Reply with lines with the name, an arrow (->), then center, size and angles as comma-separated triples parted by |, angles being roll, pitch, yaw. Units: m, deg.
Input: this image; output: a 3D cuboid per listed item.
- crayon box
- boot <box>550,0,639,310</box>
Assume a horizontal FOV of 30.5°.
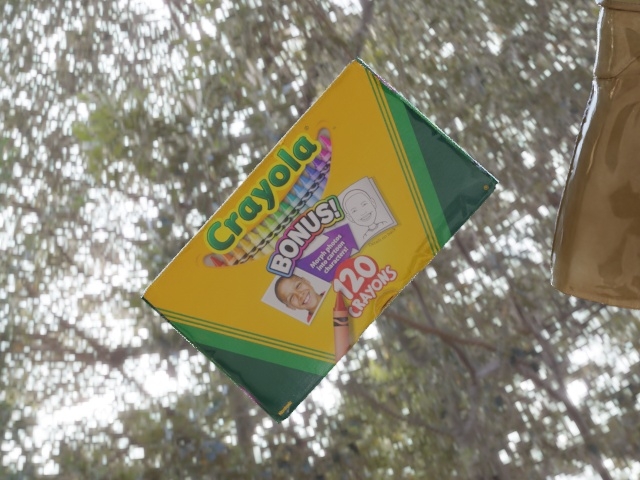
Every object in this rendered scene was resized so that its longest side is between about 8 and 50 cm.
crayon box -> 0.000, 0.000, 1.029 | 0.165, 0.081, 0.278 | 42, -88, 2
boot -> 0.312, -0.070, 0.931 | 0.236, 0.089, 0.269 | 13, -64, 25
